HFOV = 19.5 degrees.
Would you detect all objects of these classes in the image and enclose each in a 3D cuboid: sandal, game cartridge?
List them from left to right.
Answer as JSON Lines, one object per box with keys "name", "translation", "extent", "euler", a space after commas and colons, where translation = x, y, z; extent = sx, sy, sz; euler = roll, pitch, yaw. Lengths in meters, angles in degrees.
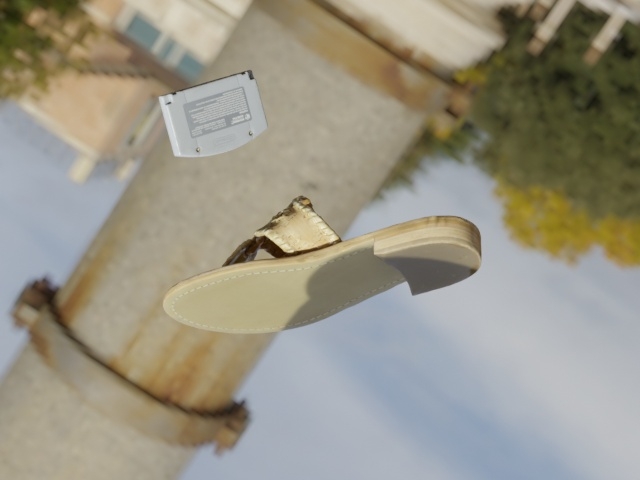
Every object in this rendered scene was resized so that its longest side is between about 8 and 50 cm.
{"name": "game cartridge", "translation": [-0.081, -0.094, 1.425], "extent": [0.083, 0.056, 0.017], "euler": [-19, -174, -31]}
{"name": "sandal", "translation": [0.003, 0.003, 1.350], "extent": [0.088, 0.240, 0.079], "euler": [51, -147, -49]}
